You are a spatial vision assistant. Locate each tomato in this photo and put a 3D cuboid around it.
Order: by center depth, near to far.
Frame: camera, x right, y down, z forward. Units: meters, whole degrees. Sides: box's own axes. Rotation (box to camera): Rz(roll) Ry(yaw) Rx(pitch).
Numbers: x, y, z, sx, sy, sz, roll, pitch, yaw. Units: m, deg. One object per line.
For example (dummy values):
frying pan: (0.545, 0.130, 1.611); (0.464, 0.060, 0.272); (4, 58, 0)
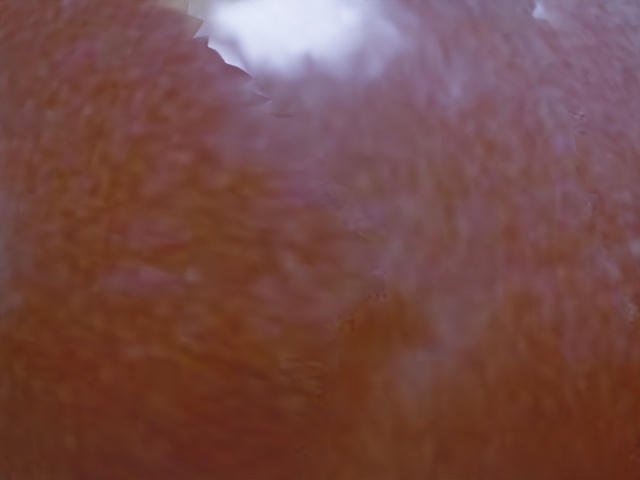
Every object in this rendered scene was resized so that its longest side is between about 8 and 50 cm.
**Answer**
tomato: (0.000, 0.000, 0.585); (0.341, 0.272, 0.341); (1, 12, 0)
